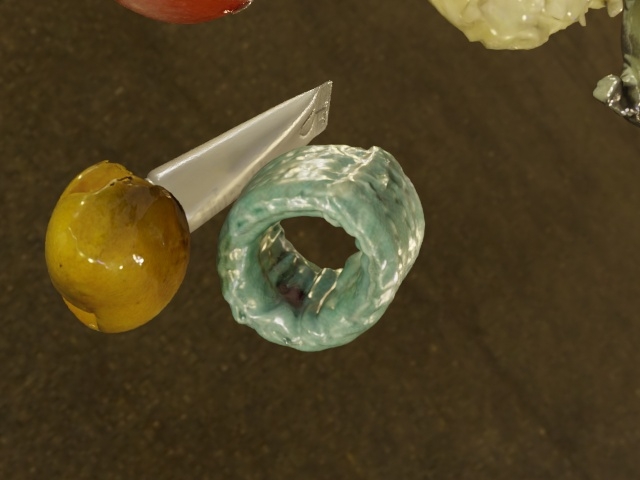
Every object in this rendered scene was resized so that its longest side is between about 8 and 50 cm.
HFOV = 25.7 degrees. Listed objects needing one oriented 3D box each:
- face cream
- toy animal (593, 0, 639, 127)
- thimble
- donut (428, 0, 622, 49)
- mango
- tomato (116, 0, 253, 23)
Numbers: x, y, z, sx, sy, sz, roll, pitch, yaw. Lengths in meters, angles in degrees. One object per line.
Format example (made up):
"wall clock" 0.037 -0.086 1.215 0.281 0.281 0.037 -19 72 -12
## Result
"face cream" -0.115 -0.088 1.734 0.089 0.314 0.143 55 -14 17
"toy animal" 0.377 -0.279 1.483 0.168 0.106 0.343 37 62 -48
"thimble" 0.000 0.000 1.498 0.198 0.235 0.143 39 33 -4
"donut" 0.074 -0.240 0.621 0.307 0.150 0.371 55 -10 -3
"mango" -0.205 0.005 1.392 0.262 0.130 0.167 74 28 -77
"tomato" -0.141 -0.349 1.376 0.265 0.265 0.265 38 30 -27
